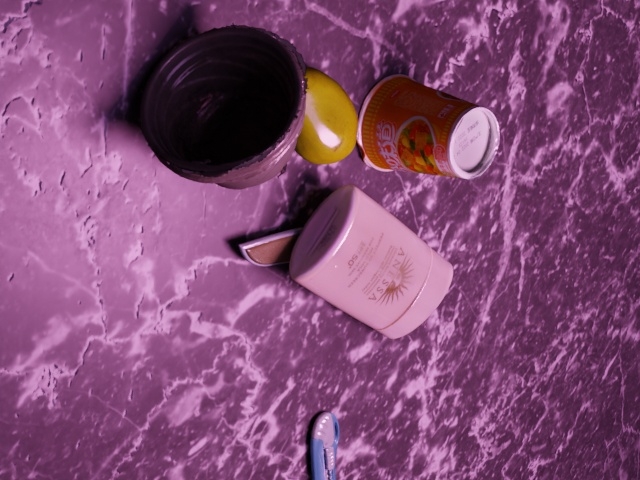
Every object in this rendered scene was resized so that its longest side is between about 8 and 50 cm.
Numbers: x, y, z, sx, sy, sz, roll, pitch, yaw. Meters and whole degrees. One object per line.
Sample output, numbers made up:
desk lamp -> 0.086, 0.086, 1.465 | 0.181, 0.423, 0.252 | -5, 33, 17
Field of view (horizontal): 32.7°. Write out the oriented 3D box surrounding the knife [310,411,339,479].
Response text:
knife -> 0.012, 0.396, 1.880 | 0.064, 0.031, 0.222 | -22, 119, -40

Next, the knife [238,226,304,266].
knife -> 0.000, -0.001, 1.734 | 0.343, 0.027, 0.061 | -9, 126, -42

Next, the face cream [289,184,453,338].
face cream -> 0.091, 0.049, 1.774 | 0.174, 0.081, 0.348 | -57, 141, -2

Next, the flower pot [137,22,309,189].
flower pot -> -0.115, -0.160, 1.469 | 0.235, 0.235, 0.140 | -56, 154, -13

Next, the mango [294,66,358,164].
mango -> -0.002, -0.189, 1.627 | 0.117, 0.089, 0.163 | -41, 127, -26

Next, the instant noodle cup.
instant noodle cup -> 0.177, -0.170, 1.731 | 0.168, 0.185, 0.168 | -15, 114, -38
